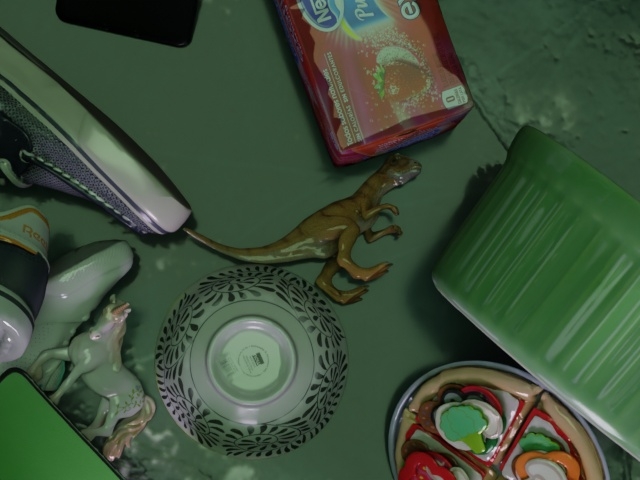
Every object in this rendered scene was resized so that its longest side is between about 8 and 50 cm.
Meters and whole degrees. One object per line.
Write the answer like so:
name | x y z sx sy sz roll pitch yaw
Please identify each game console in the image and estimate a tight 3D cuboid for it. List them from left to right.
game console | -0.161 -0.242 1.591 0.122 0.071 0.107 12 56 -2

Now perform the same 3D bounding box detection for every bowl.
bowl | -0.058 0.101 1.536 0.170 0.080 0.170 0 85 -2

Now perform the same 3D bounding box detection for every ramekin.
ramekin | 0.233 0.059 1.446 0.303 0.303 0.148 39 93 1

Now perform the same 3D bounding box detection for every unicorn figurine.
unicorn figurine | -0.188 0.111 1.516 0.111 0.162 0.060 -37 51 -8

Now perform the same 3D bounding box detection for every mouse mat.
mouse mat | -0.232 0.211 1.515 0.189 0.007 0.152 46 121 -1

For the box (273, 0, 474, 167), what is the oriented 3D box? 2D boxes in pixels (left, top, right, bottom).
box | 0.027 -0.202 1.536 0.123 0.128 0.256 -20 87 -3

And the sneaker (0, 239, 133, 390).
sneaker | -0.237 0.081 1.542 0.212 0.080 0.094 -34 101 1

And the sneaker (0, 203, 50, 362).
sneaker | -0.364 0.027 1.501 0.321 0.126 0.127 2 54 21

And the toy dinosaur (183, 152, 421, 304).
toy dinosaur | 0.000 0.000 1.561 0.211 0.064 0.112 -27 73 -17

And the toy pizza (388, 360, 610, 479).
toy pizza | 0.143 0.195 1.501 0.201 0.032 0.201 13 117 26

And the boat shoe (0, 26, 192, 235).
boat shoe | -0.278 -0.082 1.531 0.340 0.127 0.158 41 92 9
